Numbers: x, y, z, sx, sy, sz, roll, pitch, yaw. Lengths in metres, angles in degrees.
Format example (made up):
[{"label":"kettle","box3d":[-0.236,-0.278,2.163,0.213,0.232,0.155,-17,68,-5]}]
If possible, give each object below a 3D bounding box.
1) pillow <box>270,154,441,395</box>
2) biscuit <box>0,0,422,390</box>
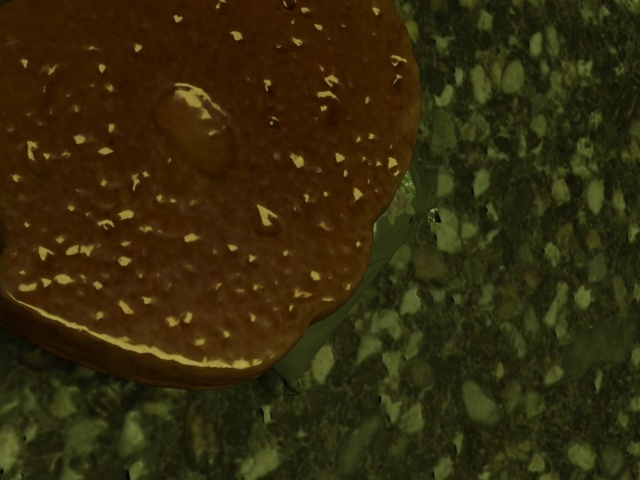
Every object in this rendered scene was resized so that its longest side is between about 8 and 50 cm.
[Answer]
[{"label":"pillow","box3d":[0.000,0.000,1.042,0.169,0.059,0.255,46,68,-17]},{"label":"biscuit","box3d":[-0.092,-0.087,0.939,0.350,0.078,0.455,42,57,-4]}]
